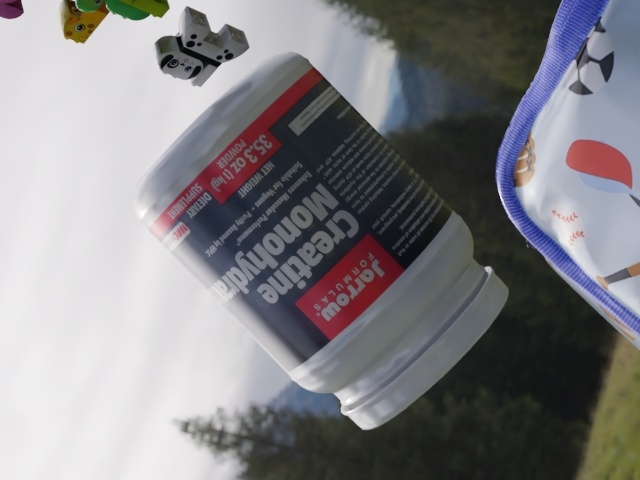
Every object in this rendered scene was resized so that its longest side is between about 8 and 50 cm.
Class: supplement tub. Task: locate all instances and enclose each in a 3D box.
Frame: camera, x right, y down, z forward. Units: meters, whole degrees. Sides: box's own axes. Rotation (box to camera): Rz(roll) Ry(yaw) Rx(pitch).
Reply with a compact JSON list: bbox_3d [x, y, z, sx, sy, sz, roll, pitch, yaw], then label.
[{"bbox_3d":[0.000,0.000,1.147,0.191,0.272,0.191,-44,3,3],"label":"supplement tub"}]

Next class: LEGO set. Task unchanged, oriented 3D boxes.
[{"bbox_3d":[-0.175,-0.175,1.037,0.093,0.227,0.087,-44,47,29],"label":"LEGO set"}]

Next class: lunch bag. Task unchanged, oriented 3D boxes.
[{"bbox_3d":[0.289,-0.006,0.852,0.239,0.328,0.385,-47,-17,-6],"label":"lunch bag"}]
